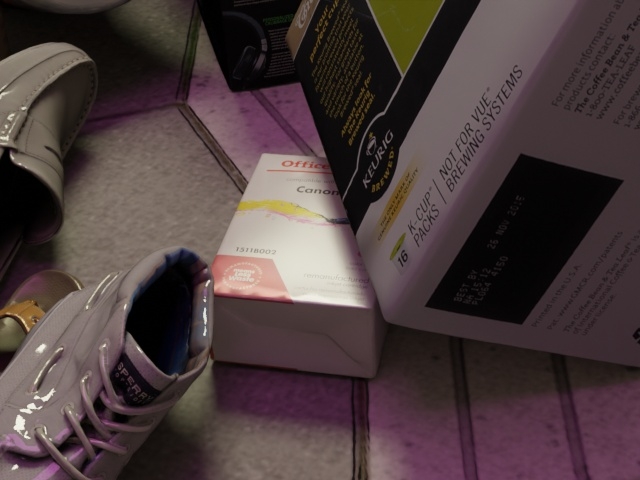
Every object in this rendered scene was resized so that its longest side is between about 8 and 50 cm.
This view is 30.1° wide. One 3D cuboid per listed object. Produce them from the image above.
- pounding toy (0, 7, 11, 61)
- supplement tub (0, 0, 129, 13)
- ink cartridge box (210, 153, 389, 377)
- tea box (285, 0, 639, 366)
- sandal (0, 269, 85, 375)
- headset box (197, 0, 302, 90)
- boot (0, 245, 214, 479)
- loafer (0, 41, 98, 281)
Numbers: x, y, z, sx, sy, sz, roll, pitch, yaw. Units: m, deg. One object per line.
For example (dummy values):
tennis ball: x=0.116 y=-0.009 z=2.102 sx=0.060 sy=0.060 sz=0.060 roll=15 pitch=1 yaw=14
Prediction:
pounding toy: x=-0.387 y=-0.122 z=0.997 sx=0.206 sy=0.094 sz=0.181 roll=1 pitch=34 yaw=7
supplement tub: x=-0.279 y=-0.318 z=1.101 sx=0.207 sy=0.207 sz=0.338 roll=-26 pitch=24 yaw=-24
ink cartridge box: x=0.000 y=0.000 z=0.835 sx=0.115 sy=0.067 sz=0.198 roll=5 pitch=39 yaw=11
tea box: x=0.160 y=-0.152 z=0.746 sx=0.220 sy=0.329 sz=0.323 roll=11 pitch=38 yaw=-25
sandal: x=-0.205 y=0.076 z=0.777 sx=0.072 sy=0.049 sz=0.180 roll=10 pitch=41 yaw=17
headset box: x=-0.055 y=-0.323 z=1.070 sx=0.131 sy=0.283 sz=0.246 roll=-11 pitch=40 yaw=-9
boot: x=-0.138 y=0.098 z=0.670 sx=0.123 sy=0.095 sz=0.258 roll=-33 pitch=25 yaw=32
loafer: x=-0.234 y=-0.036 z=0.879 sx=0.112 sy=0.112 sz=0.319 roll=13 pitch=47 yaw=13
